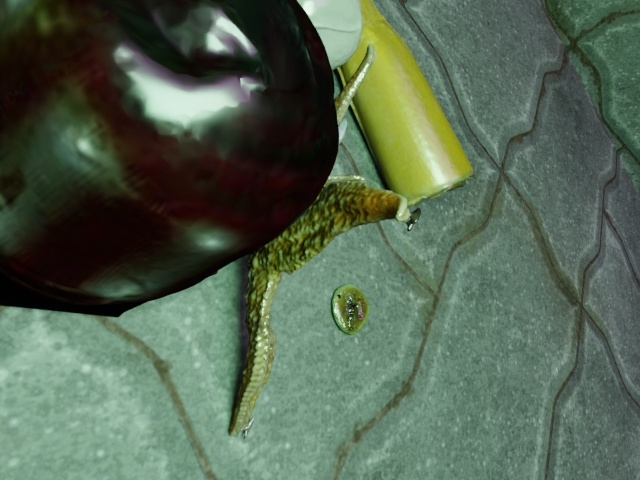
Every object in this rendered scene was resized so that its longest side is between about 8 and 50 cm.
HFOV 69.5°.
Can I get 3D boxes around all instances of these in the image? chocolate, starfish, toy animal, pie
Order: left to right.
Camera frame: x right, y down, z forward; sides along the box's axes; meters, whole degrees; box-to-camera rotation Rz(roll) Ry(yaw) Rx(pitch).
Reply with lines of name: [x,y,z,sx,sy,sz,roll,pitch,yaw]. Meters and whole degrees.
chocolate: [-0.164,-0.119,0.445,0.384,0.331,0.383,11,72,-38]
toy animal: [-0.048,-0.338,0.693,0.265,0.206,0.271,-14,84,-39]
starfish: [-0.010,-0.007,0.593,0.132,0.384,0.398,30,43,-12]
pie: [0.050,0.113,0.761,0.084,0.021,0.084,14,67,-38]
chocolate: [0.129,-0.280,0.877,0.162,0.162,0.445,-25,90,-42]

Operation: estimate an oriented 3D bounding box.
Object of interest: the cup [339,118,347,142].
cup: [-0.025,-0.186,0.764,0.116,0.074,0.104,30,87,-26]
